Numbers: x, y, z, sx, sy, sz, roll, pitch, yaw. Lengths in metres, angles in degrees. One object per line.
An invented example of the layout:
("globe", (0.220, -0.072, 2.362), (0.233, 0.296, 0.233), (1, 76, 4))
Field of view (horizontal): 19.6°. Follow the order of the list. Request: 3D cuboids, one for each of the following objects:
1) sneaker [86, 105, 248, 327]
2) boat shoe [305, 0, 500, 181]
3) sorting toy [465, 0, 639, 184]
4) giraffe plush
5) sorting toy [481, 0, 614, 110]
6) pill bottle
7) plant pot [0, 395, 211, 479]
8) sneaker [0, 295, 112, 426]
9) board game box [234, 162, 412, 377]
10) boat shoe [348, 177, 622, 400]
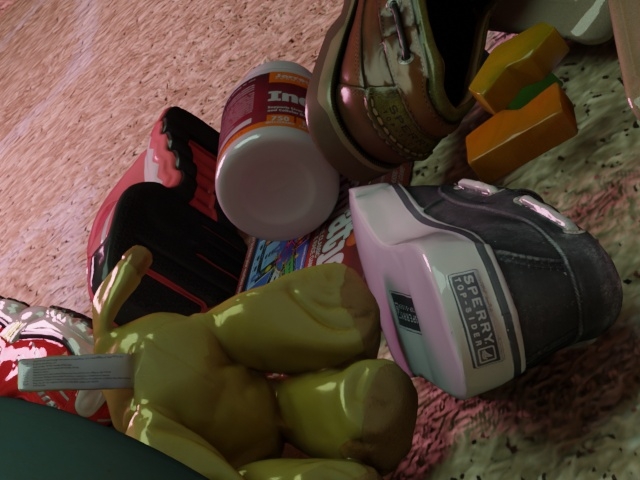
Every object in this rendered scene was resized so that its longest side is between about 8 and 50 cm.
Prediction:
("sneaker", (-0.128, 0.016, 1.433), (0.136, 0.116, 0.314), (-50, 11, 23))
("boat shoe", (0.077, -0.177, 1.234), (0.104, 0.110, 0.307), (-23, 47, 39))
("sorting toy", (0.220, -0.142, 1.039), (0.307, 0.041, 0.229), (-29, 30, 19))
("giraffe plush", (-0.059, 0.116, 1.033), (0.170, 0.210, 0.181), (98, -175, -63))
("sorting toy", (0.192, -0.206, 1.245), (0.348, 0.047, 0.196), (-54, 25, -4))
("pill bottle", (-0.029, -0.069, 1.305), (0.086, 0.086, 0.152), (-40, 22, 19))
("plant pot", (-0.136, 0.202, 0.778), (0.293, 0.235, 0.293), (-39, 24, 21))
("sneaker", (-0.231, 0.114, 1.438), (0.118, 0.107, 0.279), (-63, 21, -14))
("board game box", (0.000, 0.000, 1.284), (0.145, 0.027, 0.281), (-34, 24, 28))
("boat shoe", (0.085, 0.014, 0.998), (0.102, 0.108, 0.301), (-16, 5, -7))
